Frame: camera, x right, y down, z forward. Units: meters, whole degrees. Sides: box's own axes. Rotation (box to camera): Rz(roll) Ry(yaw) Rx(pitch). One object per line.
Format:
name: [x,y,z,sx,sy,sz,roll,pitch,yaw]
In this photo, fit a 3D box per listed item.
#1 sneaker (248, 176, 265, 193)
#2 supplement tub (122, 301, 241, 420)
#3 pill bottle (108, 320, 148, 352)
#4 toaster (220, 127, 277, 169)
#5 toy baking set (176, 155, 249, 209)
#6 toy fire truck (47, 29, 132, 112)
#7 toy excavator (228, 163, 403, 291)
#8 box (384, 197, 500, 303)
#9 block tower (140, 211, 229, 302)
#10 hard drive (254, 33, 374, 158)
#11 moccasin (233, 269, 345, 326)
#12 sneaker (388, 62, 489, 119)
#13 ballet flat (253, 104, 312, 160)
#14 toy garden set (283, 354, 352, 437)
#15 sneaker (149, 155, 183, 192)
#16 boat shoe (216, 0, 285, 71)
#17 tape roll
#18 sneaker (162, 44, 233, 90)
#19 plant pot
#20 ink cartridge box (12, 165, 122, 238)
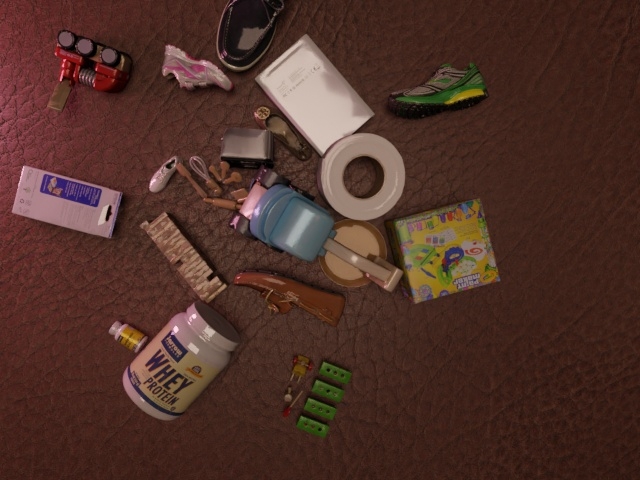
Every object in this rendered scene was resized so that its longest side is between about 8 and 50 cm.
sneaker: [-0.226,-0.140,1.612,0.063,0.073,0.162,9,92,-3]
supplement tub: [-0.438,0.381,1.537,0.235,0.235,0.325,42,90,-3]
pill bottle: [-0.647,0.321,1.611,0.116,0.065,0.065,33,90,-3]
toaster: [-0.226,-0.292,1.560,0.186,0.168,0.110,3,90,-2]
toy baking set: [-0.340,-0.186,1.565,0.256,0.030,0.196,9,134,18]
toy fire truck: [-0.760,-0.524,1.549,0.217,0.158,0.246,20,102,-4]
toy excavator: [0.000,0.000,1.503,0.445,0.433,0.222,34,94,36]
box: [0.397,0.031,1.595,0.290,0.177,0.279,-14,92,-3]
block tower: [-0.448,0.051,1.600,0.097,0.091,0.335,-40,94,-2]
hard drive: [-0.018,-0.484,1.625,0.233,0.047,0.353,-41,93,-1]
moccasin: [-0.109,0.195,1.606,0.380,0.139,0.147,20,82,-12]
sneaker: [0.386,-0.505,1.616,0.344,0.134,0.146,-14,86,-11]
ballet flat: [-0.125,-0.367,1.617,0.084,0.058,0.250,-45,93,-1]
toy garden set: [-0.033,0.526,1.657,0.204,0.049,0.244,23,91,-5]
sneaker: [-0.524,-0.225,1.603,0.054,0.061,0.152,38,91,-5]
boat shoe: [-0.198,-0.793,1.555,0.187,0.156,0.500,28,92,-5]
tape roll: [0.131,-0.212,1.591,0.286,0.100,0.286,-2,101,-9]
sneaker: [-0.410,-0.542,1.585,0.252,0.103,0.111,24,95,3]
plant pot: [0.109,0.042,1.655,0.236,0.032,0.236,0,92,-3]
ink cartridge box: [-0.827,-0.125,1.590,0.333,0.065,0.165,16,91,-2]
